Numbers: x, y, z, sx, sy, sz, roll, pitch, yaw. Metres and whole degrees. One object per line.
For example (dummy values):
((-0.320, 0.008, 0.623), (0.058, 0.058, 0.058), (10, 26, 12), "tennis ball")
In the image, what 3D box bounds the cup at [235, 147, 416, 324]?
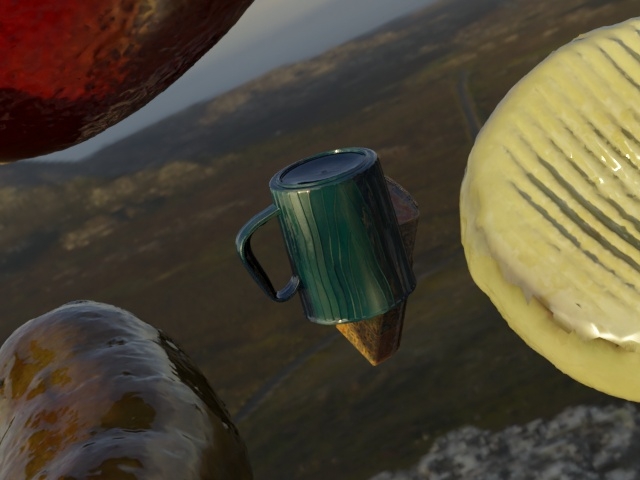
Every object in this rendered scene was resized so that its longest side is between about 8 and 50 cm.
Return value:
((0.009, 0.000, 1.030), (0.113, 0.138, 0.150), (5, 29, 45), "cup")

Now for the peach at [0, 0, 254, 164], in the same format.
((-0.110, -0.198, 0.414), (0.338, 0.281, 0.281), (-51, 15, -9), "peach")

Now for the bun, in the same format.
((0.187, -0.013, 0.570), (0.222, 0.222, 0.127), (-23, -26, 14), "bun")

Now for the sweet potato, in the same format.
((-0.120, 0.123, 0.624), (0.158, 0.158, 0.369), (-26, 26, -1), "sweet potato")

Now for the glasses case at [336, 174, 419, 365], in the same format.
((0.063, 0.035, 1.191), (0.049, 0.218, 0.075), (-26, 52, -28), "glasses case")
